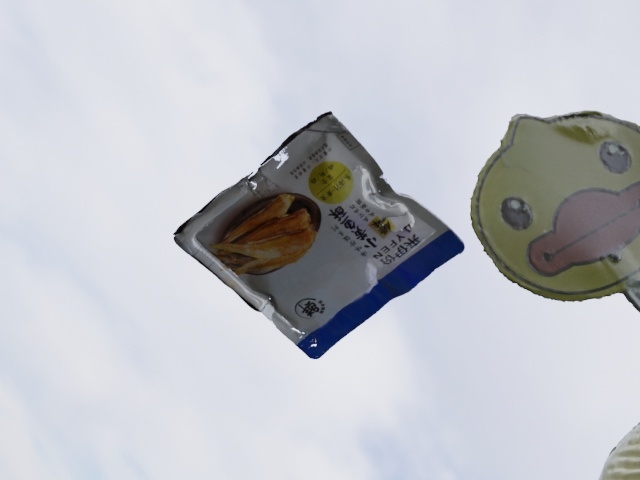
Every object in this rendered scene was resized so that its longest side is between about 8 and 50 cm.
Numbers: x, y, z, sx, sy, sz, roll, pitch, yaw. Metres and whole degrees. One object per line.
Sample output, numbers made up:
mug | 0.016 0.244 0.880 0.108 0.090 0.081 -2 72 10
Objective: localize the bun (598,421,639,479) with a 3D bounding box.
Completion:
bun | 0.404 0.269 1.434 0.287 0.287 0.146 29 -15 52

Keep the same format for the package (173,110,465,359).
package | 0.000 0.000 1.190 0.173 0.171 0.027 43 21 -22

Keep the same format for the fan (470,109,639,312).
fan | 0.298 -0.006 1.585 0.335 0.230 0.011 58 -3 19
